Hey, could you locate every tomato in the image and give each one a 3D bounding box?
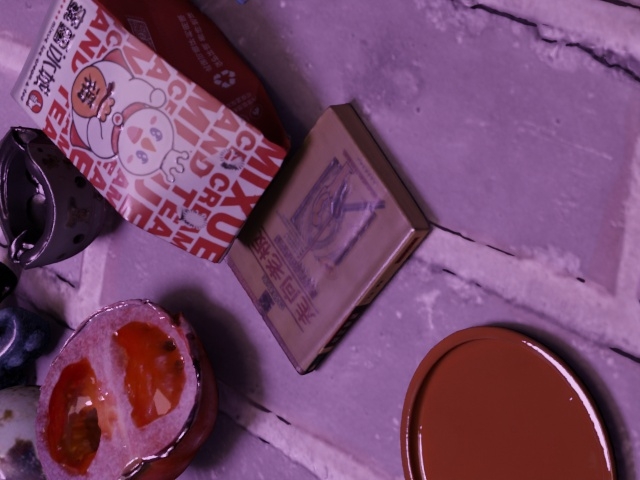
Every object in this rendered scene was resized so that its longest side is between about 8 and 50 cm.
[{"bbox_3d":[-0.189,0.172,1.861,0.228,0.112,0.199,-33,60,22],"label":"tomato"}]

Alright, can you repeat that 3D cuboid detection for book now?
[{"bbox_3d":[0.000,0.000,1.698,0.161,0.026,0.231,57,132,23],"label":"book"}]

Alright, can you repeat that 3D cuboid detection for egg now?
[{"bbox_3d":[-0.302,0.259,1.961,0.231,0.169,0.169,34,121,21],"label":"egg"}]

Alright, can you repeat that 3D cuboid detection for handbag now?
[{"bbox_3d":[-0.156,-0.128,1.755,0.298,0.151,0.171,45,121,28],"label":"handbag"}]

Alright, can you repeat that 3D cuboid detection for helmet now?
[{"bbox_3d":[-0.293,-0.050,1.947,0.177,0.107,0.153,-147,56,-60],"label":"helmet"}]

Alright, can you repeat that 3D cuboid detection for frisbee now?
[{"bbox_3d":[0.165,0.198,1.561,0.251,0.021,0.251,9,103,45],"label":"frisbee"}]

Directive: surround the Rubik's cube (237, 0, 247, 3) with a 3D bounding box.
[{"bbox_3d":[-0.077,-0.409,1.486,0.387,0.368,0.358,13,123,44],"label":"Rubik's cube"}]

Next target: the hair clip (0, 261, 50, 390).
[{"bbox_3d":[-0.464,0.162,2.057,0.194,0.310,0.206,54,162,27],"label":"hair clip"}]
